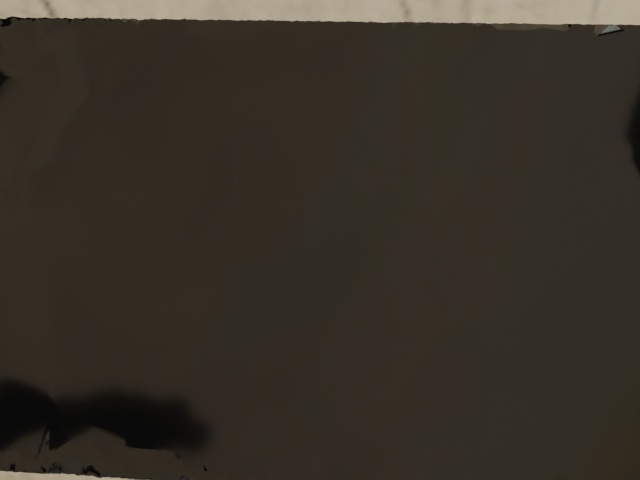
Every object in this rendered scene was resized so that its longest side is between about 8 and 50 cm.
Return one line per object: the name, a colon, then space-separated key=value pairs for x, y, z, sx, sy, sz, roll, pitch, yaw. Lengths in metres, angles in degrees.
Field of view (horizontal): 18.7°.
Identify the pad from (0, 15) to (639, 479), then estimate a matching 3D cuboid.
pad: x=0.000 y=0.000 z=0.848 sx=0.007 sy=0.367 sz=0.248 roll=75 pitch=19 yaw=-55
